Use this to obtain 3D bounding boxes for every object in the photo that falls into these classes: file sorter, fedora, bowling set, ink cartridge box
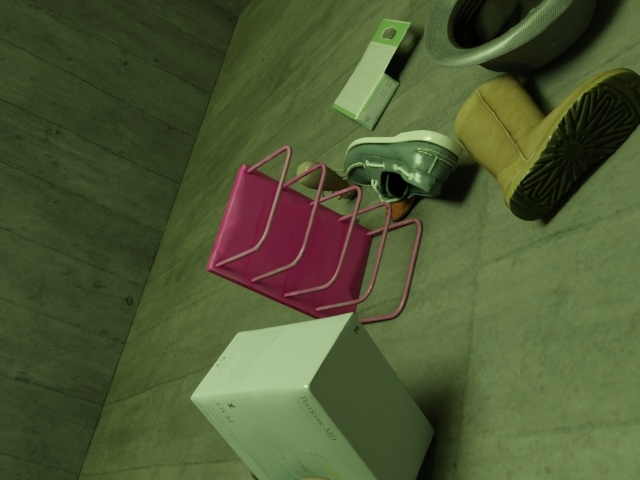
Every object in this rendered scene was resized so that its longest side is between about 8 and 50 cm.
[{"bbox_3d":[0.000,0.000,1.165,0.182,0.290,0.202,-21,49,54],"label":"file sorter"},{"bbox_3d":[0.305,-0.344,1.063,0.275,0.124,0.244,-31,41,33],"label":"fedora"},{"bbox_3d":[-0.010,0.005,1.408,0.287,0.154,0.200,-53,44,21],"label":"bowling set"},{"bbox_3d":[0.128,-0.376,1.562,0.235,0.056,0.171,-58,25,8],"label":"ink cartridge box"}]

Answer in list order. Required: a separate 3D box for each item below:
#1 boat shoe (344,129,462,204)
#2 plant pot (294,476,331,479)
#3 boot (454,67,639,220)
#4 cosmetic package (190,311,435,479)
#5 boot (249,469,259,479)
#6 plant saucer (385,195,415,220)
[{"bbox_3d":[0.120,-0.116,1.205,0.319,0.116,0.099,-1,67,64],"label":"boat shoe"},{"bbox_3d":[0.036,0.414,0.728,0.263,0.229,0.263,-40,31,30],"label":"plant pot"},{"bbox_3d":[0.299,-0.180,0.971,0.236,0.089,0.270,-49,25,23],"label":"boot"},{"bbox_3d":[-0.009,0.234,0.929,0.224,0.224,0.138,-17,27,39],"label":"cosmetic package"},{"bbox_3d":[-0.123,0.364,1.325,0.208,0.076,0.190,-17,37,51],"label":"boot"},{"bbox_3d":[0.148,-0.073,1.268,0.083,0.013,0.084,-46,30,37],"label":"plant saucer"}]
